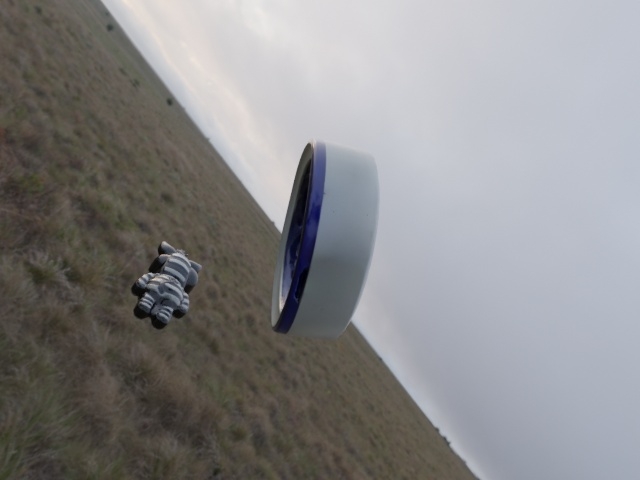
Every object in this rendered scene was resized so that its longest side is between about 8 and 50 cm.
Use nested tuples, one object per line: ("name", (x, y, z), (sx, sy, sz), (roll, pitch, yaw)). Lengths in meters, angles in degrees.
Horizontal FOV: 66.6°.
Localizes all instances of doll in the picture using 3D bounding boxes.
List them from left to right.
("doll", (-0.251, 0.072, 0.800), (0.091, 0.067, 0.219), (33, 19, -15))

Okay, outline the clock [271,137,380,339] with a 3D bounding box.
("clock", (0.000, 0.000, 0.576), (0.083, 0.230, 0.230), (12, 2, -7))
